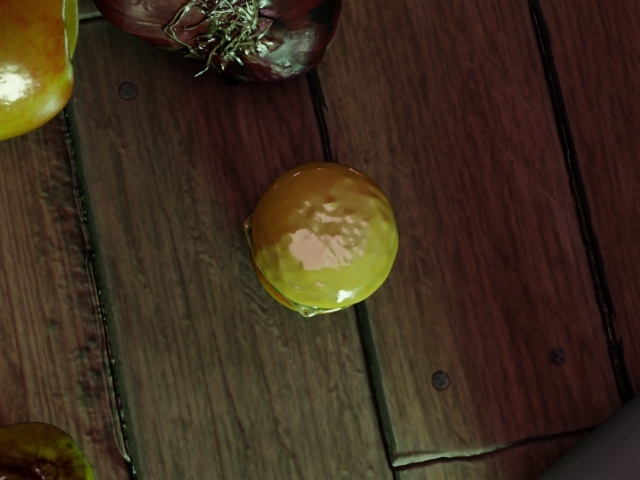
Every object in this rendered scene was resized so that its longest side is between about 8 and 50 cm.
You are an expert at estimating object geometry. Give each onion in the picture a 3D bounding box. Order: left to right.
[{"bbox_3d":[-0.100,-0.276,1.749,0.281,0.281,0.221,37,117,-1],"label":"onion"}]

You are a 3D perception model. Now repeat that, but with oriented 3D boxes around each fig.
[{"bbox_3d":[-0.292,0.246,1.643,0.153,0.121,0.136,-17,77,-13],"label":"fig"}]

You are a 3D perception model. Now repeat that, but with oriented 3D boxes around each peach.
[{"bbox_3d":[-0.381,-0.224,1.699,0.275,0.245,0.248,-8,51,-2],"label":"peach"}]

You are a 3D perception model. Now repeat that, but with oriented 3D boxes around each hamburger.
[{"bbox_3d":[0.000,0.000,1.754,0.162,0.115,0.162,2,76,-9],"label":"hamburger"}]

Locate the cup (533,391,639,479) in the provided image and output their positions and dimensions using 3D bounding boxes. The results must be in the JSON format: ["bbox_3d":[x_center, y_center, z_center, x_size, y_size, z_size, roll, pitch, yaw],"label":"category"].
[{"bbox_3d":[0.357,0.252,1.724,0.312,0.205,0.205,-35,86,-15],"label":"cup"}]
